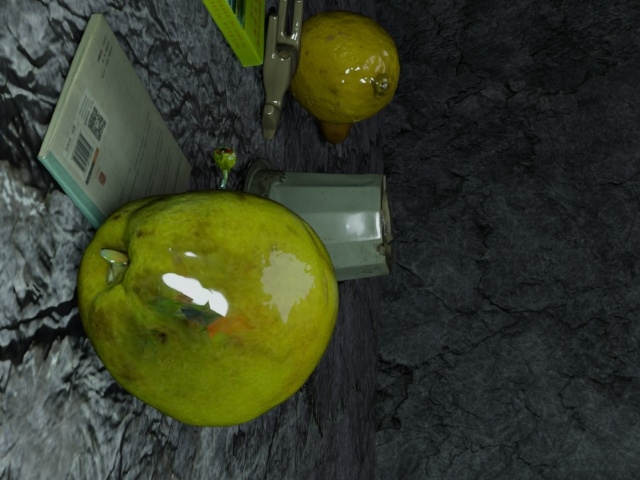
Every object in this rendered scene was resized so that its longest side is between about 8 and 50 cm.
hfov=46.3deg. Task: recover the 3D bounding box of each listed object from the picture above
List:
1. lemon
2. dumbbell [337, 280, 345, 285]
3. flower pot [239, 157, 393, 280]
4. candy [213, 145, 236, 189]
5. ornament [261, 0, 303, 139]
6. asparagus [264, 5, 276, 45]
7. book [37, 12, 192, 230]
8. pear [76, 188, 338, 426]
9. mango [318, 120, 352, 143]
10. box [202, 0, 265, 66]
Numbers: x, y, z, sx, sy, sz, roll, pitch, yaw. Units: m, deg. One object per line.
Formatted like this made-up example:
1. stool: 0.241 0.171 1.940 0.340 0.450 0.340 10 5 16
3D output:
1. lemon: 0.053 -0.388 1.689 0.253 0.310 0.253 -23 129 -32
2. dumbbell: 0.000 0.000 1.676 0.143 0.143 0.325 68 22 -59
3. flower pot: 0.001 -0.024 1.398 0.290 0.259 0.290 -5 90 -79
4. candy: -0.158 -0.093 1.215 0.035 0.035 0.123 23 -69 52
5. ornament: -0.084 -0.347 1.521 0.230 0.061 0.245 -78 176 -59
6. asparagus: -0.113 -0.424 1.535 0.023 0.022 0.233 -47 -160 36
7. book: -0.225 -0.090 0.875 0.283 0.025 0.215 71 21 -54
8. pear: -0.111 0.067 0.812 0.321 0.269 0.269 35 50 -51
9. mango: 0.049 -0.399 2.079 0.177 0.120 0.295 -72 156 -56
10. box: -0.159 -0.454 1.248 0.335 0.047 0.187 51 38 -70
